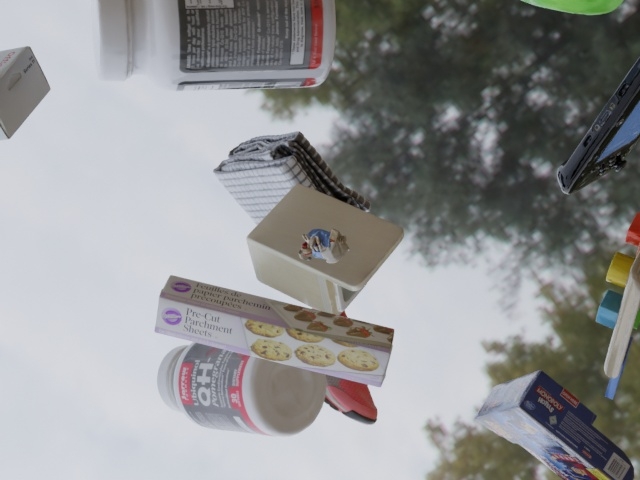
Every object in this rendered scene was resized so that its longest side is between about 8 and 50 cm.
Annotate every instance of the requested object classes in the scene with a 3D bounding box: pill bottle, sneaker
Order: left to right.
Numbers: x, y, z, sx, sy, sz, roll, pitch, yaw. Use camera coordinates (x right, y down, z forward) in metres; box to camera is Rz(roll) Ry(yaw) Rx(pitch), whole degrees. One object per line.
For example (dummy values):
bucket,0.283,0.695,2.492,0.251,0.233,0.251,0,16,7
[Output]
pill bottle,-0.172,-0.342,1.904,0.363,0.210,0.210,-3,-132,-14
pill bottle,-0.153,0.256,2.176,0.176,0.318,0.176,3,-95,-41
sneaker,0.046,0.237,2.471,0.116,0.136,0.314,24,-155,-45

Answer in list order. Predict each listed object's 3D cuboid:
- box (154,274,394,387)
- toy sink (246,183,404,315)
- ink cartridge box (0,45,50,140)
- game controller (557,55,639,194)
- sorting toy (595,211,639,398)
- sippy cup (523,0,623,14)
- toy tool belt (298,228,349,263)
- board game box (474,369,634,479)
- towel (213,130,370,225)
box,-0.062,0.124,1.648,0.324,0.067,0.063,14,-150,2
toy sink,0.017,0.029,2.068,0.153,0.234,0.131,-49,-33,-30
ink cartridge box,-0.554,-0.221,1.900,0.087,0.208,0.153,67,-149,-33
game controller,0.429,-0.188,1.621,0.067,0.319,0.166,40,-133,13
sorting toy,0.374,0.039,1.449,0.047,0.347,0.196,18,-131,16
sippy cup,0.309,-0.400,1.365,0.240,0.224,0.305,-19,-68,-79
toy tool belt,0.000,0.000,1.808,0.052,0.083,0.051,-48,-50,-38
board game box,0.299,0.249,1.607,0.194,0.060,0.194,39,164,-14
towel,-0.055,-0.099,2.392,0.121,0.284,0.235,-48,-68,-25
